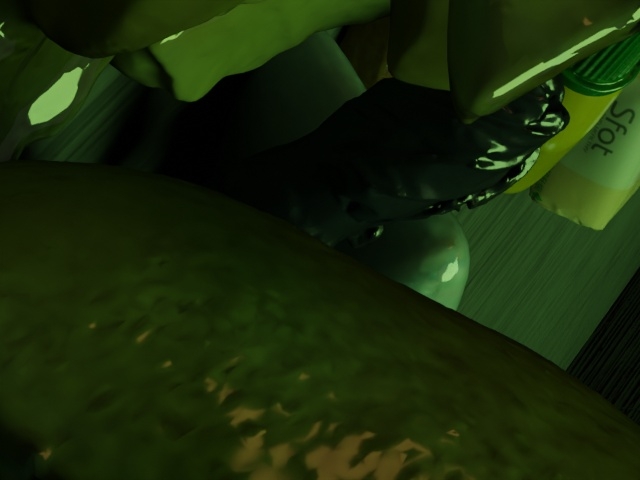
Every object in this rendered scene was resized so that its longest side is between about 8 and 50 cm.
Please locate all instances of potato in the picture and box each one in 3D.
[{"bbox_3d":[-0.029,0.079,0.593,0.213,0.280,0.330,-40,-179,-36],"label":"potato"}]

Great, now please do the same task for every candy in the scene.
[{"bbox_3d":[0.000,0.000,0.889,0.071,0.174,0.138,-1,132,-30],"label":"candy"}]

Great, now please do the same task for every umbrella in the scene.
[{"bbox_3d":[-0.010,-0.009,0.798,0.248,0.071,0.071,-29,176,19],"label":"umbrella"}]

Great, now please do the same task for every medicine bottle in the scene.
[{"bbox_3d":[0.160,-0.117,1.235,0.309,0.076,0.111,126,-26,-72],"label":"medicine bottle"}]

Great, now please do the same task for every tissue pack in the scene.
[{"bbox_3d":[0.287,-0.137,1.770,0.186,0.090,0.222,-42,160,-57],"label":"tissue pack"}]

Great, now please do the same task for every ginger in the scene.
[{"bbox_3d":[0.052,-0.144,0.631,0.358,0.211,0.413,-62,167,25],"label":"ginger"}]

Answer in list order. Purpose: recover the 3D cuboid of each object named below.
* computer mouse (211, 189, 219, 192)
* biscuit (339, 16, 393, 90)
[{"bbox_3d":[-0.126,0.082,0.729,0.264,0.088,0.147,-50,123,-6],"label":"computer mouse"},{"bbox_3d":[0.074,-0.109,1.147,0.301,0.043,0.278,-52,166,-24],"label":"biscuit"}]
